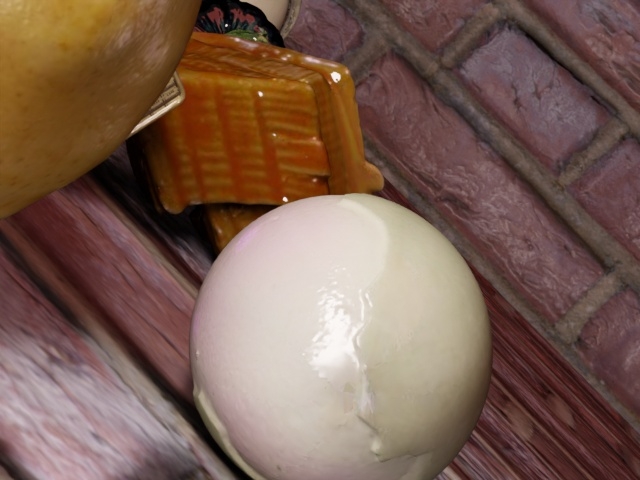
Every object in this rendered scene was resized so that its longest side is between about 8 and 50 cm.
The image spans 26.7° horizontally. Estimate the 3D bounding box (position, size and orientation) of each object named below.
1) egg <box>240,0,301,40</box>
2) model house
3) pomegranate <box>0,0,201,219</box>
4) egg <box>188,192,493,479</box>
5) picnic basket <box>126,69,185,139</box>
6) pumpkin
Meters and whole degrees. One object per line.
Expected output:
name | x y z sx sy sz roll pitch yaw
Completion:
egg | -0.180 -0.311 1.624 0.286 0.264 0.174 54 36 -13
model house | -0.080 -0.069 1.156 0.220 0.199 0.229 6 17 29
pomegranate | -0.198 -0.170 0.605 0.332 0.332 0.332 44 8 -8
egg | 0.013 0.064 0.788 0.183 0.183 0.217 44 -1 -8
picnic basket | -0.178 -0.141 0.944 0.079 0.115 0.164 43 -19 43
pumpkin | -0.117 -0.174 1.422 0.194 0.194 0.150 51 -30 40
